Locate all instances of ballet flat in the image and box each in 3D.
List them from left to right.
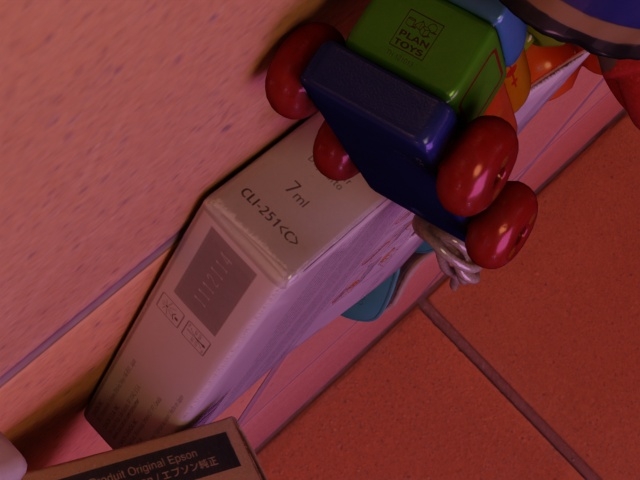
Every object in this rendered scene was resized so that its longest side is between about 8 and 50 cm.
[{"bbox_3d":[0.057,-0.020,1.148,0.086,0.086,0.248,-40,174,-29],"label":"ballet flat"}]

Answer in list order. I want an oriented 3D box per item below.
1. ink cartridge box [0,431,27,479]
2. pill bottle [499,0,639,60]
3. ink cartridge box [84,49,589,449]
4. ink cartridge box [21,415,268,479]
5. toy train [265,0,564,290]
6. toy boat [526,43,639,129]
[{"bbox_3d":[-0.174,0.084,0.341,0.148,0.086,0.203,-45,174,7],"label":"ink cartridge box"},{"bbox_3d":[0.130,-0.160,0.487,0.123,0.123,0.219,-41,172,-25],"label":"pill bottle"},{"bbox_3d":[0.000,0.000,0.920,0.261,0.066,0.296,-39,172,-33],"label":"ink cartridge box"},{"bbox_3d":[-0.157,0.208,0.918,0.193,0.088,0.235,-13,156,-35],"label":"ink cartridge box"},{"bbox_3d":[0.076,-0.068,0.706,0.143,0.105,0.248,-57,161,-5],"label":"toy train"},{"bbox_3d":[0.194,-0.137,1.056,0.151,0.151,0.231,-14,-179,17],"label":"toy boat"}]
